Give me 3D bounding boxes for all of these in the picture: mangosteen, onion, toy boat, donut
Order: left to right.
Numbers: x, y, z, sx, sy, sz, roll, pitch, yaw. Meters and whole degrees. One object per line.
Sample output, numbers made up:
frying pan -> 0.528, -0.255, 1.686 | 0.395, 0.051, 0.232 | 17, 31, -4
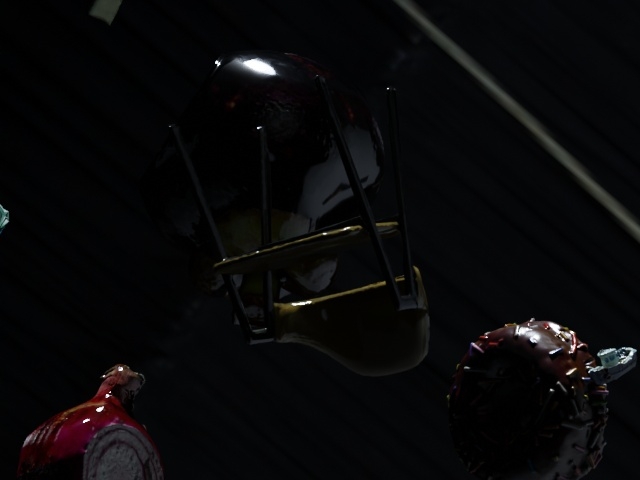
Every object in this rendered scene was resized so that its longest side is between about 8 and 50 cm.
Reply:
onion -> -0.243, 0.228, 1.651 | 0.135, 0.173, 0.198 | -13, 52, 26
mangosteen -> -0.065, -0.054, 1.640 | 0.287, 0.233, 0.287 | -50, 14, 18
donut -> 0.251, 0.208, 1.970 | 0.235, 0.089, 0.235 | -15, 70, 47
toy boat -> 0.328, 0.138, 1.782 | 0.083, 0.038, 0.038 | -25, -15, -45

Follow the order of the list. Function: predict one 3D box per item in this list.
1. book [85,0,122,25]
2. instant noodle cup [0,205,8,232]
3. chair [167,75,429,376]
book -> -0.091, -0.289, 0.908 | 0.289, 0.026, 0.201 | -53, 39, 45
instant noodle cup -> -0.377, -0.097, 1.319 | 0.240, 0.240, 0.178 | -64, -19, -70
chair -> 0.000, 0.000, 1.360 | 0.158, 0.247, 0.172 | -15, -8, 31
